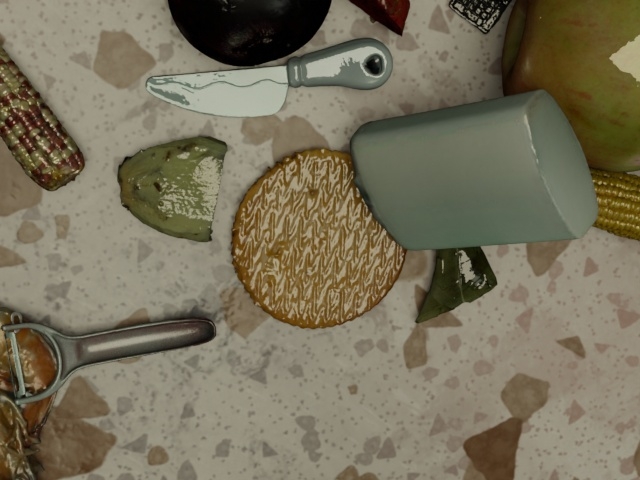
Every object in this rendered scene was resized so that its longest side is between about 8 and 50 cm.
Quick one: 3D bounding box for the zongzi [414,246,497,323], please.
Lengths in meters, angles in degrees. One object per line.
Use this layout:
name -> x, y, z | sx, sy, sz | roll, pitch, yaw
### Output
zongzi -> 0.161, 0.026, 1.538 | 0.130, 0.062, 0.154 | -25, 96, 8

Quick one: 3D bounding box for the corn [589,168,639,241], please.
corn -> 0.470, -0.039, 1.551 | 0.293, 0.106, 0.106 | 13, 97, -6

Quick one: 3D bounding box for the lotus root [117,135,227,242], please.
lotus root -> -0.197, -0.068, 1.456 | 0.144, 0.070, 0.143 | 1, 98, -8

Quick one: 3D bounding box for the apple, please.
apple -> 0.374, -0.248, 1.394 | 0.277, 0.319, 0.319 | 18, 96, -10

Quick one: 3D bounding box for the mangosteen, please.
mangosteen -> -0.098, -0.345, 1.373 | 0.211, 0.211, 0.249 | -17, 75, -6

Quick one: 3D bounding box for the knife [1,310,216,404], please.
knife -> -0.282, 0.133, 1.482 | 0.278, 0.053, 0.123 | -10, 99, -13

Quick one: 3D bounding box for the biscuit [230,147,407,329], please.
biscuit -> 0.000, 0.000, 1.514 | 0.254, 0.035, 0.253 | -1, 98, -9

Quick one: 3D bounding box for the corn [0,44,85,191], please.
corn -> -0.391, -0.172, 1.411 | 0.079, 0.079, 0.237 | -32, 99, -3

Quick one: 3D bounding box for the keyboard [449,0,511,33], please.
keyboard -> 0.269, -0.395, 1.500 | 0.072, 0.023, 0.231 | 36, 92, -10

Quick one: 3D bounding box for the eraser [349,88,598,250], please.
eraser -> 0.187, -0.080, 1.390 | 0.104, 0.290, 0.189 | -40, 114, -37

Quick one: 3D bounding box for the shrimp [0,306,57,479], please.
shrimp -> -0.416, 0.228, 1.477 | 0.164, 0.062, 0.316 | -24, 101, -10

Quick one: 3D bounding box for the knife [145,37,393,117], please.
knife -> -0.066, -0.209, 1.474 | 0.332, 0.044, 0.080 | -10, 108, -1

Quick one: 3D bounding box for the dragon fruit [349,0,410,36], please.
dragon fruit -> 0.069, -0.344, 1.436 | 0.162, 0.106, 0.083 | 38, 91, -10
